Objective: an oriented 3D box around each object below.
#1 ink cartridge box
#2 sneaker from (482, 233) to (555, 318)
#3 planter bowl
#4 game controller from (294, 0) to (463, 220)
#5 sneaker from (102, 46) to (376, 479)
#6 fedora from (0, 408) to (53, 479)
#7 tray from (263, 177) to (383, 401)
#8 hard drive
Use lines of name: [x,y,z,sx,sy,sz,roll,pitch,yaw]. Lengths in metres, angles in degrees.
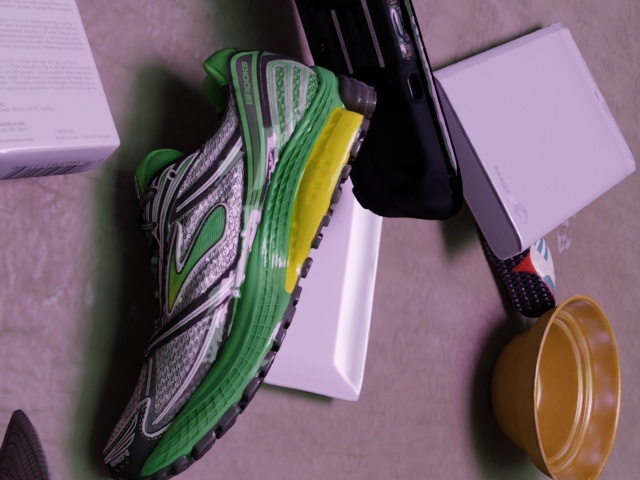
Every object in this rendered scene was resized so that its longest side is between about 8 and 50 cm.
ink cartridge box: [-0.239,-0.151,0.716,0.189,0.066,0.232,-10,76,-51]
sneaker: [0.225,0.006,1.294,0.161,0.057,0.075,65,23,-21]
planter bowl: [0.252,0.168,1.282,0.217,0.090,0.217,2,87,-51]
game controller: [0.036,-0.167,0.925,0.067,0.166,0.319,-23,101,-25]
sneaker: [-0.085,0.018,0.854,0.146,0.134,0.343,22,78,-4]
fedora: [-0.209,0.240,0.627,0.124,0.244,0.275,-7,105,-23]
tray: [0.000,0.000,1.015,0.145,0.030,0.270,22,72,-50]
hard drive: [0.236,-0.121,1.266,0.307,0.040,0.203,-29,92,-49]
